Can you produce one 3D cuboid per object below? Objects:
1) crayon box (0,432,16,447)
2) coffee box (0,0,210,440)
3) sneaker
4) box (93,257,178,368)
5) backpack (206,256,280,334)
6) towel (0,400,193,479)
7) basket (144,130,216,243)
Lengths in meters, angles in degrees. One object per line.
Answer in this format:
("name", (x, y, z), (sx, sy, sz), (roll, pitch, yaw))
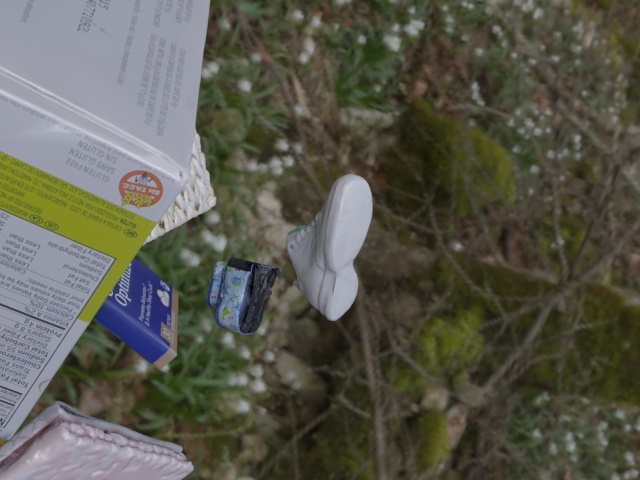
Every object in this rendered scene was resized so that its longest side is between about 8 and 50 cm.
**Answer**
("crayon box", (-0.498, 0.235, 1.302), (0.081, 0.202, 0.318), (-44, 123, 0))
("coffee box", (-0.319, -0.105, 0.878), (0.334, 0.338, 0.337), (-52, -156, 32))
("sneaker", (0.000, 0.000, 1.279), (0.080, 0.094, 0.212), (-34, 146, -40))
("box", (-0.261, 0.044, 1.270), (0.036, 0.225, 0.136), (-41, -153, 17))
("backpack", (-0.128, 0.087, 1.686), (0.105, 0.084, 0.114), (17, 85, -67))
("towel", (-0.328, 0.300, 1.150), (0.317, 0.053, 0.332), (-35, 157, 2))
("basket", (-0.388, -0.145, 1.651), (0.266, 0.331, 0.328), (-29, 112, -46))
